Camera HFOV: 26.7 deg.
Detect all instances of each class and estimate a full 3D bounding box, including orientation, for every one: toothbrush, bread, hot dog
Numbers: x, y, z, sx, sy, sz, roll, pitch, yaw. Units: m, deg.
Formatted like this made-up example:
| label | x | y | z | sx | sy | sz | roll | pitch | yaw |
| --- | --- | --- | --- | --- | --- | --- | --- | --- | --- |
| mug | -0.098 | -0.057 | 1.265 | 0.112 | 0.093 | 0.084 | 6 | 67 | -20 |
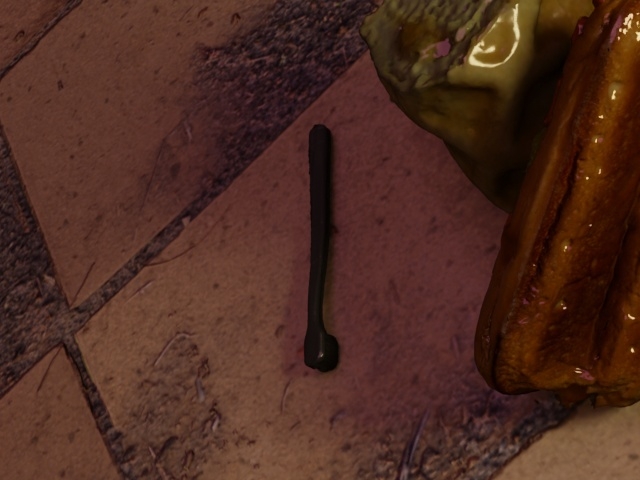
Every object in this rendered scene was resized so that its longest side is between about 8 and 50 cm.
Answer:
| label | x | y | z | sx | sy | sz | roll | pitch | yaw |
| --- | --- | --- | --- | --- | --- | --- | --- | --- | --- |
| toothbrush | 0.000 | 0.000 | 1.375 | 0.030 | 0.030 | 0.297 | -27 | 48 | 35 |
| bread | 0.177 | -0.149 | 1.180 | 0.196 | 0.252 | 0.239 | -41 | 41 | 17 |
| hot dog | 0.225 | -0.030 | 1.059 | 0.117 | 0.158 | 0.349 | -113 | 35 | -71 |
